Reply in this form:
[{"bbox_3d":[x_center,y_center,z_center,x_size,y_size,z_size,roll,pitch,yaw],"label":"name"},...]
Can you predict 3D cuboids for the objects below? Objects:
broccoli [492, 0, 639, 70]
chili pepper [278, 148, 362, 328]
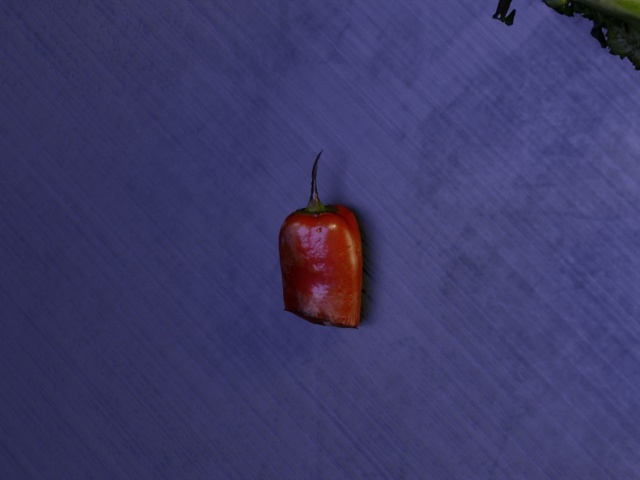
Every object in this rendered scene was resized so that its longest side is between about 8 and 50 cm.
[{"bbox_3d":[0.263,-0.278,1.362,0.321,0.283,0.303,24,127,42],"label":"broccoli"},{"bbox_3d":[0.000,0.000,1.640,0.086,0.084,0.192,-2,100,-6],"label":"chili pepper"}]
